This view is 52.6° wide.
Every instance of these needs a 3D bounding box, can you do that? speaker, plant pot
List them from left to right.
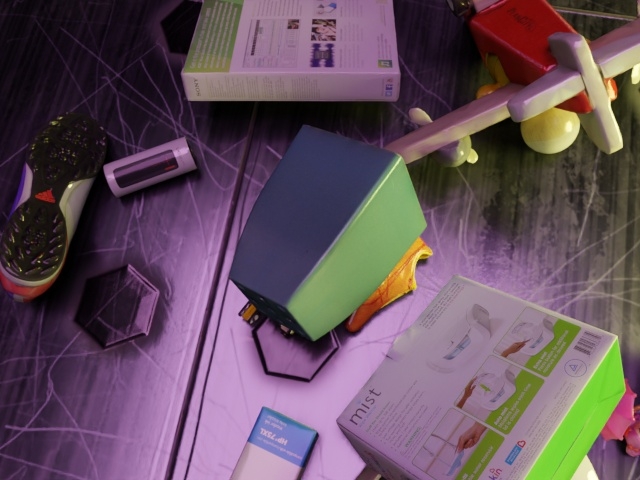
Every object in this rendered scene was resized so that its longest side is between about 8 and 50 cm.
[{"bbox_3d":[-0.263,-0.115,1.010,0.136,0.055,0.055,-20,72,-5],"label":"speaker"},{"bbox_3d":[0.000,0.000,0.870,0.165,0.166,0.234,23,68,33],"label":"plant pot"}]

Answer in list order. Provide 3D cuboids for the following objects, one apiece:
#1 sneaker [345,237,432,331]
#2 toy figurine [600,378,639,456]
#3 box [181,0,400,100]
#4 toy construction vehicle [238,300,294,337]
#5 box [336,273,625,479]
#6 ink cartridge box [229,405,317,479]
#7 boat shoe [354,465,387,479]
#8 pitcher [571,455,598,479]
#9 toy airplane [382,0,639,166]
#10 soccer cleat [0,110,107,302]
[{"bbox_3d":[0.100,0.066,0.935,0.067,0.064,0.175,39,80,3],"label":"sneaker"},{"bbox_3d":[0.449,0.233,0.860,0.159,0.130,0.173,-21,97,9],"label":"toy figurine"},{"bbox_3d":[-0.040,-0.309,1.023,0.321,0.059,0.232,2,48,1],"label":"box"},{"bbox_3d":[-0.057,0.097,0.948,0.085,0.035,0.098,31,73,22],"label":"toy construction vehicle"},{"bbox_3d":[0.193,0.199,0.784,0.231,0.127,0.262,21,60,43],"label":"box"},{"bbox_3d":[-0.083,0.335,0.814,0.077,0.134,0.231,23,74,8],"label":"ink cartridge box"},{"bbox_3d":[0.100,0.300,0.870,0.133,0.049,0.042,-43,103,-18],"label":"boat shoe"},{"bbox_3d":[0.250,0.353,0.816,0.207,0.125,0.178,-21,93,6],"label":"pitcher"},{"bbox_3d":[0.321,-0.224,0.912,0.385,0.272,0.384,10,55,39],"label":"toy airplane"},{"bbox_3d":[-0.407,-0.058,0.977,0.108,0.116,0.319,19,54,-21],"label":"soccer cleat"}]
